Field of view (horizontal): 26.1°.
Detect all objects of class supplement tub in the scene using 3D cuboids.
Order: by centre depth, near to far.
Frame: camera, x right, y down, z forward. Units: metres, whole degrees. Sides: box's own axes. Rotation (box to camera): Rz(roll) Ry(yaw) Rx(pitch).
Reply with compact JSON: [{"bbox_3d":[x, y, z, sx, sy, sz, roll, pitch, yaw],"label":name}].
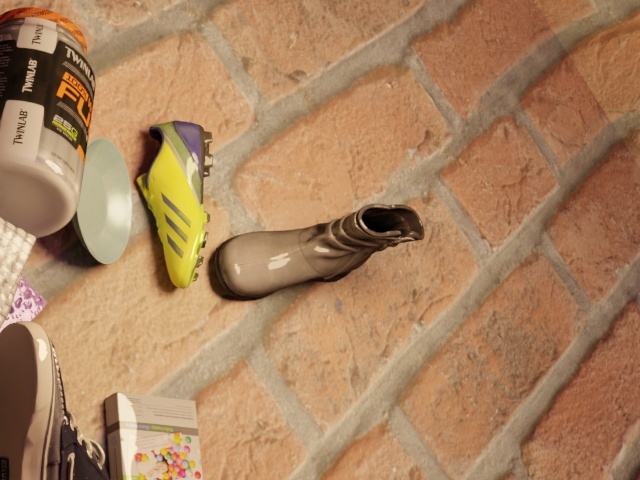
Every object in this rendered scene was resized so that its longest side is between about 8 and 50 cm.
[{"bbox_3d":[-0.429,-0.175,1.996,0.194,0.193,0.316,28,45,-32],"label":"supplement tub"}]

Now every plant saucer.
[{"bbox_3d":[-0.343,-0.060,2.108,0.195,0.037,0.195,-3,90,-73],"label":"plant saucer"}]

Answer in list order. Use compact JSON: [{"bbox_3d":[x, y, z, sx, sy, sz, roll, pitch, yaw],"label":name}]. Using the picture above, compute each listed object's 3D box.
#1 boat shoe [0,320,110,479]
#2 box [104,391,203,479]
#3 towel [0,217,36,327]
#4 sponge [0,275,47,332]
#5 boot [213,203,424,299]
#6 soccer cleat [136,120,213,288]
[{"bbox_3d":[-0.362,0.272,1.856,0.158,0.127,0.340,-2,101,-50],"label":"boat shoe"},{"bbox_3d":[-0.244,0.324,2.047,0.145,0.038,0.186,13,60,-39],"label":"box"},{"bbox_3d":[-0.535,0.068,1.814,0.235,0.121,0.283,36,62,-31],"label":"towel"},{"bbox_3d":[-0.494,0.053,1.953,0.210,0.031,0.117,49,45,-14],"label":"sponge"},{"bbox_3d":[0.000,0.000,2.311,0.338,0.223,0.118,-13,80,-46],"label":"boot"},{"bbox_3d":[-0.239,-0.058,2.233,0.121,0.093,0.289,4,68,-9],"label":"soccer cleat"}]
